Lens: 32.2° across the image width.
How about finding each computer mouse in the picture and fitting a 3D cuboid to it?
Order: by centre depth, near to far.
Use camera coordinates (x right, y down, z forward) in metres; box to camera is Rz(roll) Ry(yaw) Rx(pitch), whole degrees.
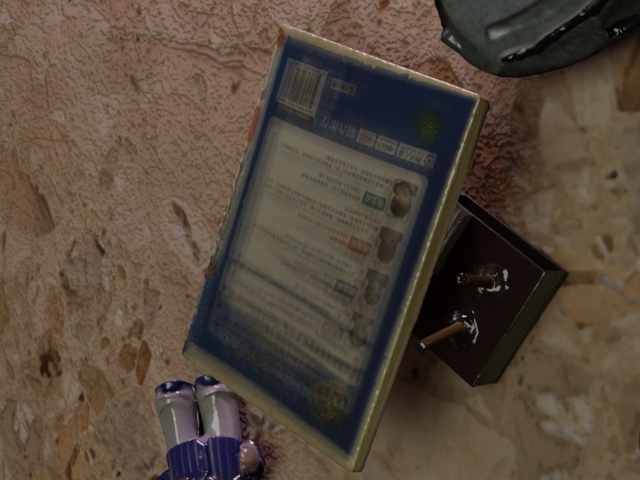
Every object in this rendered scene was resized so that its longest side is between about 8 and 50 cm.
[{"bbox_3d":[0.233,-0.280,0.843,0.374,0.114,0.203,-46,64,37],"label":"computer mouse"}]

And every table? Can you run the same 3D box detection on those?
[{"bbox_3d":[0.070,0.007,0.962,0.240,0.111,0.122,41,113,33],"label":"table"}]

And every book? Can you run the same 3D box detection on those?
[{"bbox_3d":[0.000,0.000,0.936,0.228,0.018,0.322,29,106,38],"label":"book"}]

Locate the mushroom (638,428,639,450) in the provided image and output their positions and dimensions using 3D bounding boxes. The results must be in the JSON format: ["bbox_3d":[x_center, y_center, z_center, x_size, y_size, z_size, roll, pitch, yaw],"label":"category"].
[{"bbox_3d":[0.328,0.112,0.772,0.116,0.093,0.225,43,132,7],"label":"mushroom"}]

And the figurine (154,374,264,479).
[{"bbox_3d":[-0.118,0.276,1.094,0.194,0.133,0.274,-29,67,-10],"label":"figurine"}]
